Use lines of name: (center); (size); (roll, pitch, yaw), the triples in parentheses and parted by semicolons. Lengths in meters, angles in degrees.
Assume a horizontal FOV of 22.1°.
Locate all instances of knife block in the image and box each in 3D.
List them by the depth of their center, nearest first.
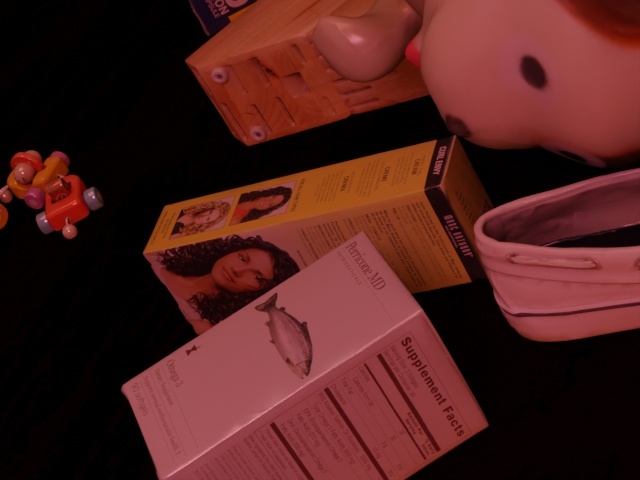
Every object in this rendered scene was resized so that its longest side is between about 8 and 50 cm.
knife block: (0.048, -0.211, 1.345); (0.276, 0.088, 0.242); (-15, 37, 25)

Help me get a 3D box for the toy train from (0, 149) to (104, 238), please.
toy train: (-0.267, -0.031, 1.403); (0.166, 0.046, 0.125); (-23, 35, 12)

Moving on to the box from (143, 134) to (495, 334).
box: (0.000, 0.000, 1.122); (0.232, 0.087, 0.058); (-14, 36, 27)

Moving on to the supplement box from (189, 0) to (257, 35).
supplement box: (-0.002, -0.381, 1.498); (0.356, 0.194, 0.195); (-27, 34, 8)

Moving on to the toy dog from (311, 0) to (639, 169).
toy dog: (0.151, -0.224, 1.074); (0.395, 0.284, 0.408); (-10, 56, 2)

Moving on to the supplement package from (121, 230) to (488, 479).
supplement package: (-0.010, 0.099, 0.987); (0.179, 0.105, 0.105); (-33, 34, -2)

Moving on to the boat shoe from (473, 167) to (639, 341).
boat shoe: (0.219, -0.013, 0.961); (0.267, 0.088, 0.096); (-11, 39, 29)
